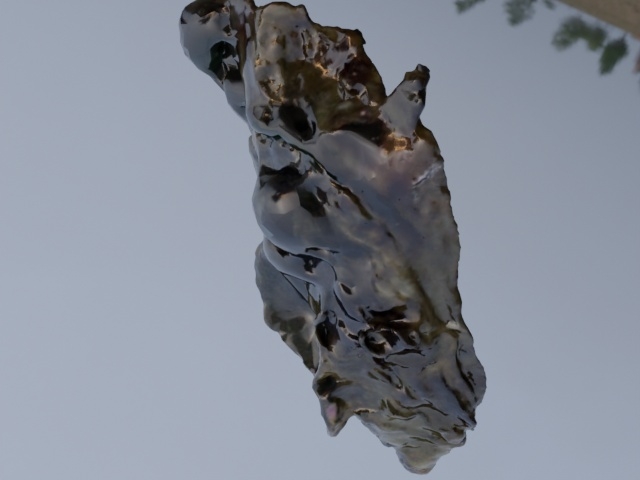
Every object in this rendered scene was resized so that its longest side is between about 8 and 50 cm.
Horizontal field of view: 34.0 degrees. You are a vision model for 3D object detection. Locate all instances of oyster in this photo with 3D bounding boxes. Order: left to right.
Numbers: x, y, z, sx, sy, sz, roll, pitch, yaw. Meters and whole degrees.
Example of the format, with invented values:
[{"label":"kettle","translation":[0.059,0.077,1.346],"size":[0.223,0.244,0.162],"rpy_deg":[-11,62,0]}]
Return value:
[{"label":"oyster","translation":[0.001,0.008,0.709],"size":[0.096,0.361,0.221],"rpy_deg":[-26,-144,-18]}]
